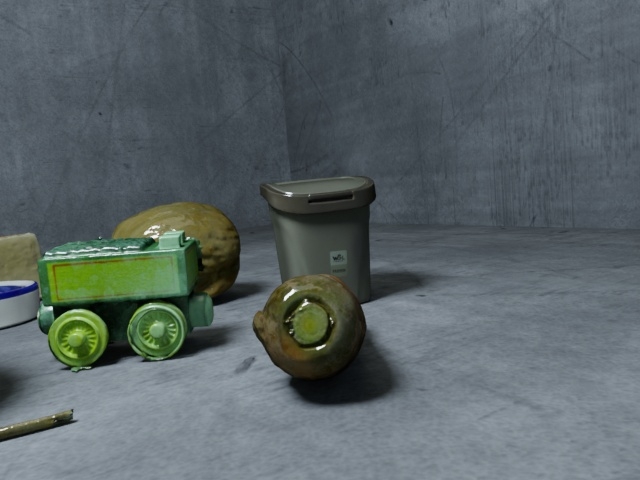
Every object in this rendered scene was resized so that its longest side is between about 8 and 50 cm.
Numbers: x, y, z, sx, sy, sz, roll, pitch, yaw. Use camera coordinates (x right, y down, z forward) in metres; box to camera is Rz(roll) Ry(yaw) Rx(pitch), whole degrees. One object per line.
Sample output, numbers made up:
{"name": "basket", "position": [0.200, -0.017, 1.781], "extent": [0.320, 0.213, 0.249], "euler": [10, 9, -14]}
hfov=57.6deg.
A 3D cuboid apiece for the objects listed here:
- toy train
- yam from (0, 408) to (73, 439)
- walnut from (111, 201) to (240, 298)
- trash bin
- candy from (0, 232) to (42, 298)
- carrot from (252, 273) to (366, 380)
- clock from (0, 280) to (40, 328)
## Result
{"name": "toy train", "position": [-0.308, 0.087, 0.919], "extent": [0.271, 0.188, 0.159], "euler": [-3, 7, -4]}
{"name": "yam", "position": [-0.327, 0.206, 0.638], "extent": [0.107, 0.014, 0.014], "euler": [-9, 7, -30]}
{"name": "walnut", "position": [-0.313, 0.034, 1.285], "extent": [0.282, 0.227, 0.283], "euler": [13, 36, -10]}
{"name": "trash bin", "position": [0.000, 0.000, 1.192], "extent": [0.219, 0.250, 0.219], "euler": [-6, 7, -12]}
{"name": "candy", "position": [-0.851, 0.086, 1.425], "extent": [0.135, 0.180, 0.320], "euler": [-2, 6, 43]}
{"name": "carrot", "position": [-0.002, 0.107, 0.775], "extent": [0.138, 0.139, 0.302], "euler": [-4, -1, 8]}
{"name": "clock", "position": [-0.733, 0.144, 1.257], "extent": [0.230, 0.083, 0.230], "euler": [-4, 4, 0]}
